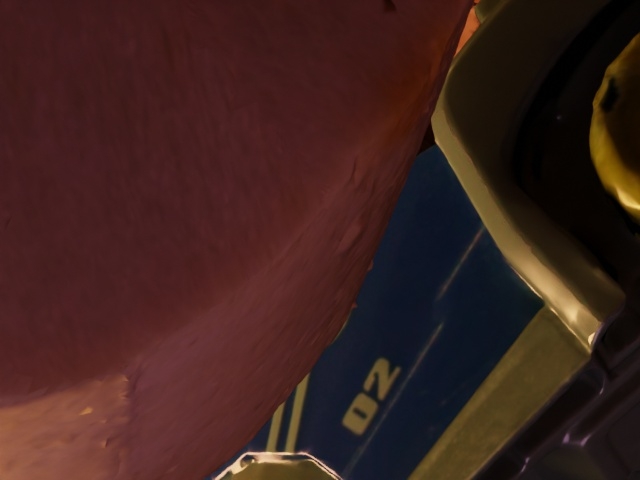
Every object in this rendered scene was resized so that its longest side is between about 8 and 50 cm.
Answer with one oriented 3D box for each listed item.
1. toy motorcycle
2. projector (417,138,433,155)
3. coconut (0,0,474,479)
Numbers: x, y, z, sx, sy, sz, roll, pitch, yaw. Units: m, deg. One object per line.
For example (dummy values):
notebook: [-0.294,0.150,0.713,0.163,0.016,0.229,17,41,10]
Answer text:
toy motorcycle: [0.063,0.033,0.707,0.326,0.200,0.191,-39,144,0]
projector: [0.000,0.000,0.863,0.147,0.061,0.115,-17,147,34]
coconut: [-0.106,-0.069,0.511,0.323,0.323,0.323,3,152,2]
